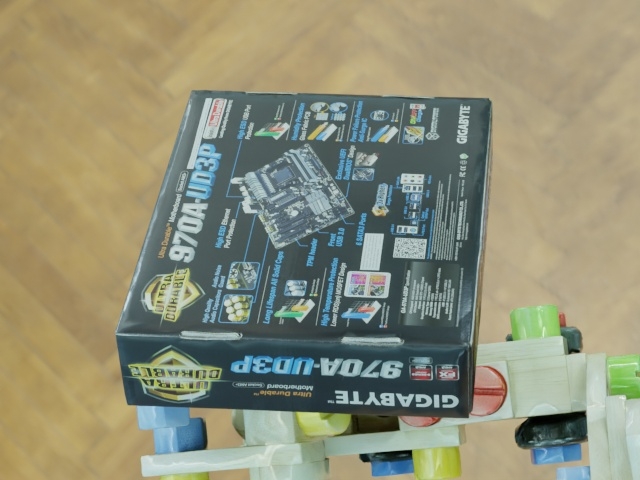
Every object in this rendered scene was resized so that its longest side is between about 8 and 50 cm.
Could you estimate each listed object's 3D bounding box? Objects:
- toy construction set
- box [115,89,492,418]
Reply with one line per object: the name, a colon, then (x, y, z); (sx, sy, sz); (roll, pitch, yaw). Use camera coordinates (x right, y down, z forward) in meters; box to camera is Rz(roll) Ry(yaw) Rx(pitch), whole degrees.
toy construction set: (0.066, 0.102, 1.072); (0.328, 0.215, 0.151); (8, 87, 13)
box: (0.000, 0.000, 0.979); (0.175, 0.051, 0.220); (2, 38, 7)
